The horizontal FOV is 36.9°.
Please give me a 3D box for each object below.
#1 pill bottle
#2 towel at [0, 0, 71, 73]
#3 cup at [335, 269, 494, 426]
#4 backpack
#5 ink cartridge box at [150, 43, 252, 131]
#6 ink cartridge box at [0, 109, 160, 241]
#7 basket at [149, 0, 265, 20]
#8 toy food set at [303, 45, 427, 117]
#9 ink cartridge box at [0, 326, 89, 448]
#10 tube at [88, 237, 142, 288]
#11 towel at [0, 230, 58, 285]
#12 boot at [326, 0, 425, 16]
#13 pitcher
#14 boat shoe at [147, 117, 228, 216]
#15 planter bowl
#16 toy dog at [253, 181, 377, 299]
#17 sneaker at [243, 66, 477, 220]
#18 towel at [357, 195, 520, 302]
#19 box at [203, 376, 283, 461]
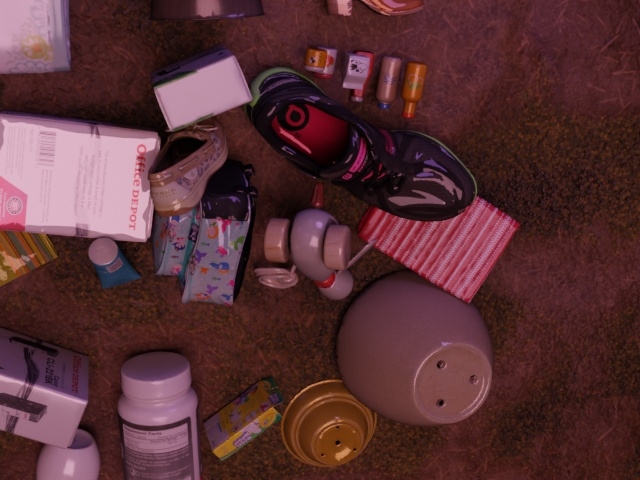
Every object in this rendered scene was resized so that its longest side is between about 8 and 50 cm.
[{"bbox_3d":[-0.324,0.378,1.936,0.161,0.161,0.283,-5,110,-11],"label":"pill bottle"},{"bbox_3d":[-0.591,-0.467,1.614,0.320,0.090,0.374,-2,110,-9],"label":"towel"},{"bbox_3d":[0.221,0.248,1.958,0.331,0.237,0.331,-4,105,-15],"label":"cup"},{"bbox_3d":[-0.217,-0.006,1.791,0.191,0.225,0.253,-1,121,-11],"label":"backpack"},{"bbox_3d":[-0.217,-0.274,1.702,0.153,0.208,0.087,-23,110,-5],"label":"ink cartridge box"},{"bbox_3d":[-0.445,-0.116,1.744,0.283,0.117,0.207,5,101,-15],"label":"ink cartridge box"},{"bbox_3d":[-0.201,-0.501,1.659,0.204,0.154,0.227,-5,107,-12],"label":"basket"},{"bbox_3d":[0.073,-0.300,1.811,0.232,0.111,0.104,4,108,-17],"label":"toy food set"},{"bbox_3d":[-0.582,0.265,1.814,0.273,0.197,0.114,23,103,-20],"label":"ink cartridge box"},{"bbox_3d":[-0.389,0.052,1.802,0.080,0.207,0.052,-11,71,-6],"label":"tube"},{"bbox_3d":[-0.626,0.045,1.821,0.237,0.021,0.102,-28,112,-2],"label":"towel"},{"bbox_3d":[0.103,-0.493,1.774,0.197,0.073,0.152,-3,106,-15],"label":"boot"},{"bbox_3d":[-0.507,0.500,1.927,0.125,0.178,0.207,5,109,-26],"label":"pitcher"},{"bbox_3d":[-0.234,-0.153,1.702,0.104,0.285,0.089,-9,124,13],"label":"boat shoe"},{"bbox_3d":[0.029,0.416,2.070,0.217,0.090,0.217,-4,110,-12],"label":"planter bowl"},{"bbox_3d":[0.000,0.000,1.840,0.220,0.333,0.161,14,75,-5],"label":"toy dog"},{"bbox_3d":[0.070,-0.147,1.795,0.483,0.202,0.185,23,114,-12],"label":"sneaker"},{"bbox_3d":[0.234,-0.025,1.938,0.275,0.031,0.199,32,100,2],"label":"towel"},{"bbox_3d":[-0.154,0.367,2.001,0.179,0.105,0.043,-38,121,2],"label":"box"}]
